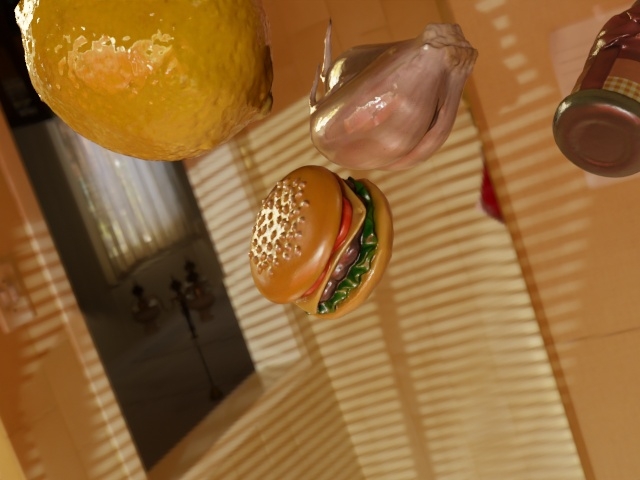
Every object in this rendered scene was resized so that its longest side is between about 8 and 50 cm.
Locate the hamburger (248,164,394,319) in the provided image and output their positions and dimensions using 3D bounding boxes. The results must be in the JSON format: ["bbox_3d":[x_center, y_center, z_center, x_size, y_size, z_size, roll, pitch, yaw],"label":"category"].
[{"bbox_3d":[0.000,0.000,0.878,0.115,0.162,0.162,20,165,-33],"label":"hamburger"}]

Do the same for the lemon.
[{"bbox_3d":[-0.229,-0.267,1.164,0.336,0.336,0.336,-19,-171,3],"label":"lemon"}]

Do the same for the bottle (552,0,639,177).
[{"bbox_3d":[0.408,-0.209,1.111,0.143,0.156,0.271,22,-122,19],"label":"bottle"}]

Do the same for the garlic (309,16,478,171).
[{"bbox_3d":[0.062,-0.222,1.381,0.231,0.246,0.340,-18,-156,-36],"label":"garlic"}]
